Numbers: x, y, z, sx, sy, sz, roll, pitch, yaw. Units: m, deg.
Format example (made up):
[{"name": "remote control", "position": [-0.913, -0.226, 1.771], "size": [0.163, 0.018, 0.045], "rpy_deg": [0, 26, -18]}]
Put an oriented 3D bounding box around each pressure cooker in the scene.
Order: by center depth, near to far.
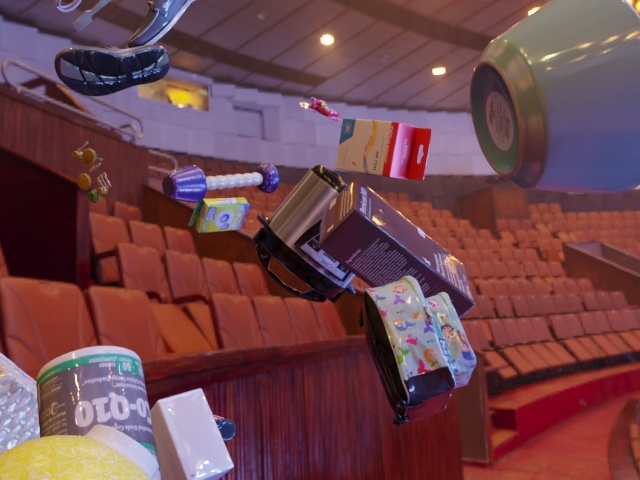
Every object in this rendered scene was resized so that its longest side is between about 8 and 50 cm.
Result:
[{"name": "pressure cooker", "position": [0.001, 0.000, 2.014], "size": [0.370, 0.420, 0.375], "rpy_deg": [43, 5, 29]}]

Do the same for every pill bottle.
[{"name": "pill bottle", "position": [-0.418, 0.403, 1.110], "size": [0.204, 0.361, 0.204], "rpy_deg": [-16, -30, -10]}]

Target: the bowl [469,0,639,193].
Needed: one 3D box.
[{"name": "bowl", "position": [0.331, -0.198, 0.862], "size": [0.163, 0.311, 0.311], "rpy_deg": [-15, -7, -4]}]

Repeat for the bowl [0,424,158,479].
[{"name": "bowl", "position": [-0.319, 0.357, 0.817], "size": [0.290, 0.156, 0.289], "rpy_deg": [19, -41, 17]}]

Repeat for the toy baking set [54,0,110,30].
[{"name": "toy baking set", "position": [-0.527, -0.615, 1.343], "size": [0.197, 0.030, 0.256], "rpy_deg": [-34, -22, -30]}]

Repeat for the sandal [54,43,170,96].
[{"name": "sandal", "position": [-0.521, -0.437, 1.465], "size": [0.086, 0.120, 0.303], "rpy_deg": [35, 36, 28]}]

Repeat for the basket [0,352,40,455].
[{"name": "basket", "position": [-0.809, 0.479, 1.418], "size": [0.267, 0.331, 0.328], "rpy_deg": [10, -39, 44]}]

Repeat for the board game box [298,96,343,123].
[{"name": "board game box", "position": [0.014, -0.415, 1.839], "size": [0.169, 0.033, 0.133], "rpy_deg": [23, 19, -3]}]

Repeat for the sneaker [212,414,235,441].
[{"name": "sneaker", "position": [-0.408, 0.560, 1.801], "size": [0.270, 0.090, 0.145], "rpy_deg": [28, -29, -30]}]

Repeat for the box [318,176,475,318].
[{"name": "box", "position": [0.183, 0.038, 1.414], "size": [0.381, 0.191, 0.143], "rpy_deg": [36, -64, -15]}]

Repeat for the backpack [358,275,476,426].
[{"name": "backpack", "position": [0.178, 0.197, 1.137], "size": [0.191, 0.253, 0.225], "rpy_deg": [-22, -31, -8]}]

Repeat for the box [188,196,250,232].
[{"name": "box", "position": [-0.311, -0.078, 1.786], "size": [0.179, 0.043, 0.105], "rpy_deg": [-6, -47, -43]}]

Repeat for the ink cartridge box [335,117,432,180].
[{"name": "ink cartridge box", "position": [0.153, -0.227, 1.448], "size": [0.231, 0.134, 0.078], "rpy_deg": [15, 9, 44]}]

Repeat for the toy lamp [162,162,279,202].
[{"name": "toy lamp", "position": [-0.208, -0.126, 1.237], "size": [0.080, 0.080, 0.275], "rpy_deg": [-9, 4, 40]}]

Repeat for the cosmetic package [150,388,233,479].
[{"name": "cosmetic package", "position": [-0.368, 0.548, 1.532], "size": [0.138, 0.224, 0.224], "rpy_deg": [-7, -31, -42]}]

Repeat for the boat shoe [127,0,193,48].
[{"name": "boat shoe", "position": [-0.415, -0.630, 1.542], "size": [0.099, 0.319, 0.116], "rpy_deg": [45, -10, -36]}]

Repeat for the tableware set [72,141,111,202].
[{"name": "tableware set", "position": [-0.639, -0.188, 1.622], "size": [0.104, 0.154, 0.024], "rpy_deg": [-32, -5, 23]}]
